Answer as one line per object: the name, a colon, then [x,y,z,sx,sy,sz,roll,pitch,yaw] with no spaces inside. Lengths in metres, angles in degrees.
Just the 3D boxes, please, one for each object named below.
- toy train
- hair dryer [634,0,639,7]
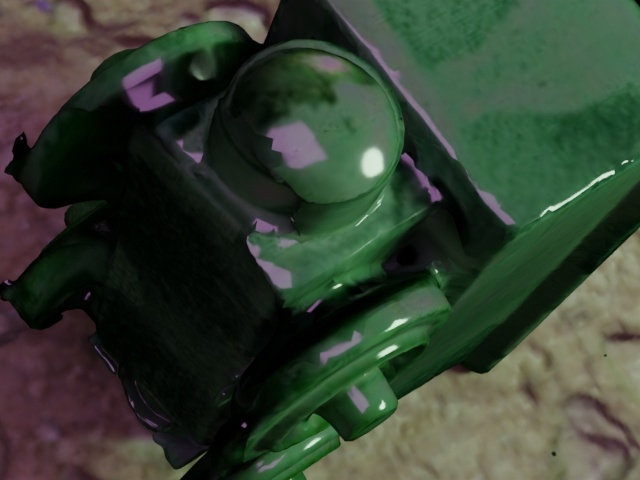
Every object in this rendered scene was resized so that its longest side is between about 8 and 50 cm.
toy train: [0.000,0.000,0.551,0.202,0.266,0.145,-31,78,-25]
hair dryer: [0.251,-0.049,0.709,0.251,0.089,0.197,40,68,-3]
